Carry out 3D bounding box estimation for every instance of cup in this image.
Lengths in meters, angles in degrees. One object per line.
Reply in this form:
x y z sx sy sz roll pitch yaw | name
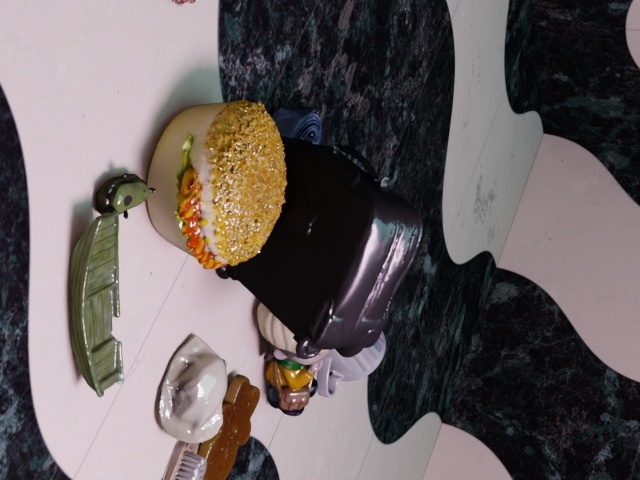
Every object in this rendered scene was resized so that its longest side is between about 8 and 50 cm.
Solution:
0.049 0.232 2.389 0.202 0.166 0.221 56 19 -56 | cup

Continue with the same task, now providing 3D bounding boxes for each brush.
-0.230 0.380 1.976 0.070 0.065 0.328 49 55 -59 | brush

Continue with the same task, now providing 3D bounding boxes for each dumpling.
-0.230 0.274 1.898 0.150 0.092 0.177 -10 116 -51 | dumpling

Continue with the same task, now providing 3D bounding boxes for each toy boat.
-0.338 0.092 1.588 0.093 0.055 0.293 -34 132 -58 | toy boat

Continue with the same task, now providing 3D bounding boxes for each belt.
-0.060 -0.183 2.061 0.141 0.082 0.190 84 30 -47 | belt

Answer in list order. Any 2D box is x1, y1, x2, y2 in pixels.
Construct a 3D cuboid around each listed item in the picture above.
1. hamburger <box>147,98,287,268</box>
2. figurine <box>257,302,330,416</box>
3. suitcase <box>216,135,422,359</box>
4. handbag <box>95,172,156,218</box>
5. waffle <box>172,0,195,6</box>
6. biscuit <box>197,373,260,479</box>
-0.158 -0.094 1.753 0.294 0.179 0.276 -60 151 -35 | hamburger
-0.060 0.217 2.207 0.185 0.204 0.332 -54 176 -46 | figurine
0.000 0.000 1.882 0.188 0.345 0.340 6 114 -40 | suitcase
-0.299 -0.072 1.605 0.111 0.047 0.072 -30 129 -58 | handbag
-0.213 -0.412 1.660 0.075 0.029 0.083 -17 120 -61 | waffle
-0.191 0.386 2.097 0.180 0.039 0.236 64 44 -59 | biscuit
